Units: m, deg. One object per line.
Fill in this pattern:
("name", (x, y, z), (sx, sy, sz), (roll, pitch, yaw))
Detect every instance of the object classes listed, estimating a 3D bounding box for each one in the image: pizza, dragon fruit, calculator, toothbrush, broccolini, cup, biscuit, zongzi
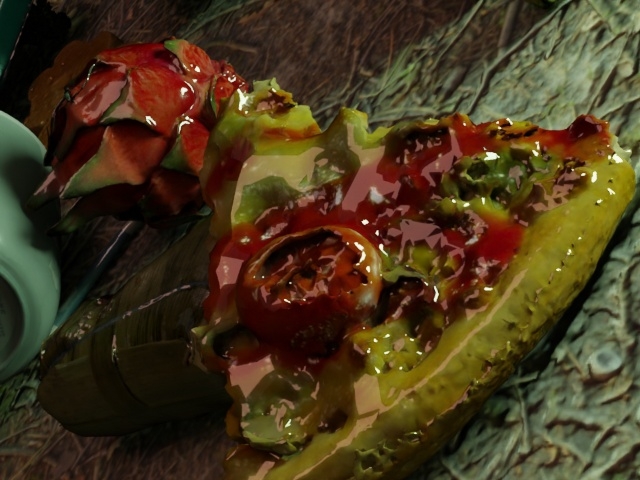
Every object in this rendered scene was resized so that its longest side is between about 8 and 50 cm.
("pizza", (0.000, 0.000, 1.177), (0.440, 0.130, 0.406), (-45, 55, -3))
("dragon fruit", (-0.188, -0.107, 1.503), (0.274, 0.193, 0.192), (-22, -7, 1))
("calculator", (-0.479, -0.282, 2.042), (0.274, 0.058, 0.248), (-18, 53, 60))
("toothbrush", (-0.231, 0.006, 1.600), (0.276, 0.025, 0.019), (-53, 35, -7))
("broccolini", (-0.437, -0.291, 2.108), (0.201, 0.074, 0.058), (-27, 40, 49))
("cup", (-0.427, 0.057, 1.592), (0.274, 0.259, 0.357), (-111, 34, -58))
("biscuit", (-0.298, -0.179, 1.842), (0.202, 0.044, 0.288), (-51, 33, -5))
("zongzi", (-0.141, 0.051, 1.367), (0.250, 0.125, 0.274), (-15, 45, 29))

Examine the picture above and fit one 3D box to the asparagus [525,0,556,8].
("asparagus", (0.274, -0.333, 1.350), (0.278, 0.060, 0.067), (-50, 15, -3))
